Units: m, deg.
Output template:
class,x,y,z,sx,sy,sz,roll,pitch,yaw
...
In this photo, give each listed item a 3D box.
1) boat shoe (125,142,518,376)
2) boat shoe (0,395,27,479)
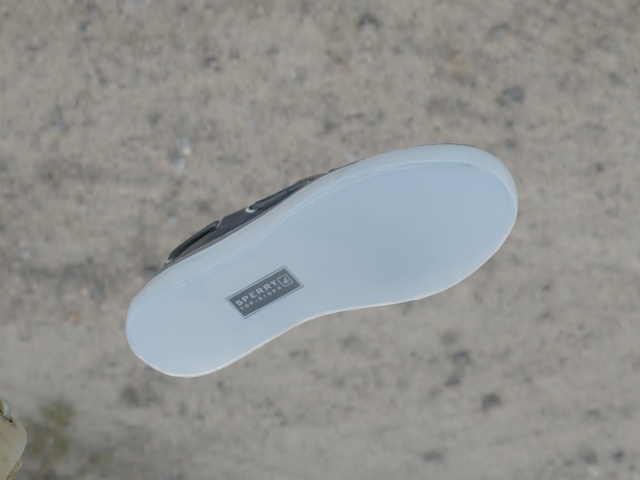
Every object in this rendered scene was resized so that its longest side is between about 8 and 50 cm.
class,x,y,z,sx,sy,sz,roll,pitch,yaw
boat shoe,0.000,0.000,0.872,0.228,0.076,0.080,-29,115,28
boat shoe,-0.227,0.129,0.945,0.110,0.341,0.121,-8,163,-38
